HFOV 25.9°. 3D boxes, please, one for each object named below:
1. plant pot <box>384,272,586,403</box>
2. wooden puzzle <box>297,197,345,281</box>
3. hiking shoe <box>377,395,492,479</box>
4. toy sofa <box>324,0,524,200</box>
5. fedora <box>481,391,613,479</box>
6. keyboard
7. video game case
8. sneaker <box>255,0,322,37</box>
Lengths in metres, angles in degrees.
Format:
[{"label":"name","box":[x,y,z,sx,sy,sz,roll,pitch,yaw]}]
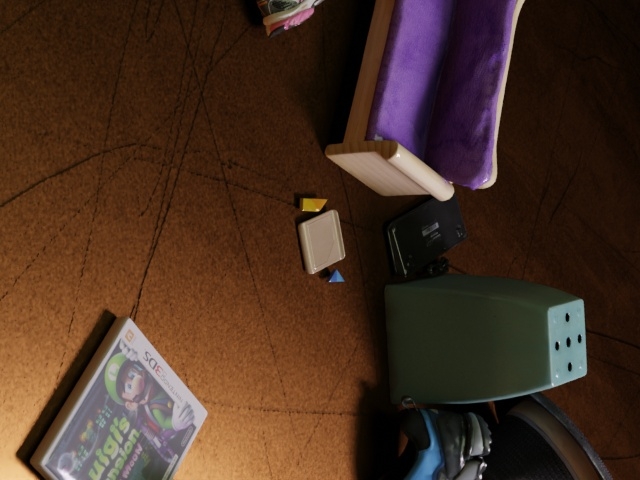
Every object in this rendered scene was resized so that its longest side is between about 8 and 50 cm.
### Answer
[{"label":"plant pot","box":[0.231,0.134,1.892,0.165,0.234,0.166,-8,96,-52]},{"label":"wooden puzzle","box":[0.000,0.000,1.769,0.078,0.014,0.116,-13,100,-48]},{"label":"hiking shoe","box":[0.126,0.365,1.874,0.132,0.113,0.304,15,91,-7]},{"label":"toy sofa","box":[0.147,-0.244,1.835,0.150,0.177,0.363,33,65,-49]},{"label":"fedora","box":[0.301,0.371,2.004,0.152,0.334,0.334,-32,119,-16]},{"label":"keyboard","box":[0.152,0.001,1.966,0.180,0.023,0.108,-28,106,-49]},{"label":"video game case","box":[-0.207,0.207,1.477,0.173,0.022,0.190,56,48,-36]},{"label":"sneaker","box":[-0.022,-0.321,1.702,0.077,0.072,0.178,61,39,-18]}]
